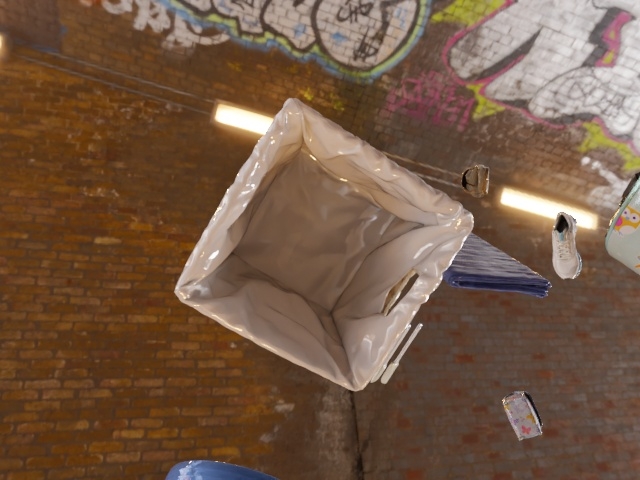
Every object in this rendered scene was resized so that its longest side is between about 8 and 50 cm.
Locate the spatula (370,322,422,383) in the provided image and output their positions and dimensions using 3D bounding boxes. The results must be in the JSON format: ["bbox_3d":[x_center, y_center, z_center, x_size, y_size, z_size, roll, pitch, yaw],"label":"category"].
[{"bbox_3d":[0.224,0.356,1.429,0.168,0.242,0.019,20,-166,-44],"label":"spatula"}]

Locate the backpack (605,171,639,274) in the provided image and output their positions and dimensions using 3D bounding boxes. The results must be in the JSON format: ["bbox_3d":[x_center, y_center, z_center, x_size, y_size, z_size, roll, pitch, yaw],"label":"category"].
[{"bbox_3d":[0.304,-0.022,0.305,0.188,0.166,0.144,0,-141,-26],"label":"backpack"}]

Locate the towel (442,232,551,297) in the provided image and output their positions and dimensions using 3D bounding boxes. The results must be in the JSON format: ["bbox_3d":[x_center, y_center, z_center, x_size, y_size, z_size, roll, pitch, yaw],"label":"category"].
[{"bbox_3d":[0.308,0.032,1.010,0.243,0.040,0.336,6,-161,-17],"label":"towel"}]

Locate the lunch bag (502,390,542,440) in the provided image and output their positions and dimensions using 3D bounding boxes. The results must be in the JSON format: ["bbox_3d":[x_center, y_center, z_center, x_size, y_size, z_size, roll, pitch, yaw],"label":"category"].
[{"bbox_3d":[0.377,0.322,0.847,0.083,0.053,0.071,23,-136,-66],"label":"lunch bag"}]

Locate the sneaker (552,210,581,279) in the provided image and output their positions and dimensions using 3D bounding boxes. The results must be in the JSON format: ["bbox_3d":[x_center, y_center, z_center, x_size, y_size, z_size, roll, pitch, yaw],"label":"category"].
[{"bbox_3d":[0.653,0.010,1.223,0.083,0.071,0.191,23,-115,-48],"label":"sneaker"}]

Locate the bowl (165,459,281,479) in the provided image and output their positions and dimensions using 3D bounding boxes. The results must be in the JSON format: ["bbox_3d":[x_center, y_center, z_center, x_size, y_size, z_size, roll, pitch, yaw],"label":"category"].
[{"bbox_3d":[-0.182,0.635,1.040,0.390,0.391,0.077,21,-138,-1],"label":"bowl"}]

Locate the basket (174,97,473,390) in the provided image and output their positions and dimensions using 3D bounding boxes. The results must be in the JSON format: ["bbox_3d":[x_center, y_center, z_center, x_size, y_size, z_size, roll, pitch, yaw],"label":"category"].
[{"bbox_3d":[0.000,0.000,0.756,0.331,0.328,0.266,31,-173,-10],"label":"basket"}]

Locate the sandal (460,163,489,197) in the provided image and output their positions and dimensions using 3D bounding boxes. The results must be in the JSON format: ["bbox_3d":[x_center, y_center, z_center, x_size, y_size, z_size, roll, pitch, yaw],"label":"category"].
[{"bbox_3d":[0.324,-0.125,0.962,0.049,0.072,0.180,-1,-174,14],"label":"sandal"}]
